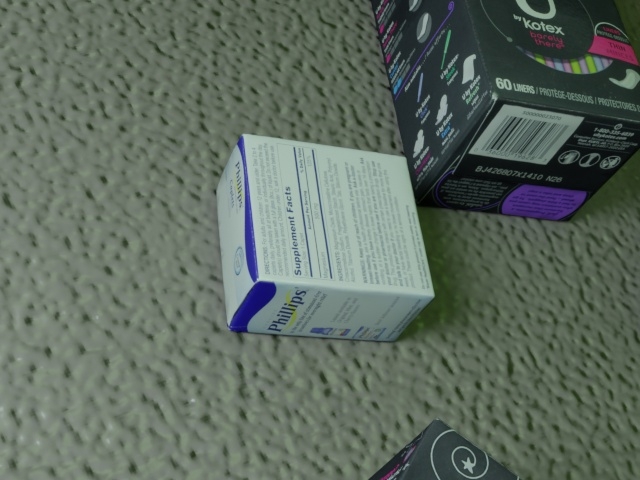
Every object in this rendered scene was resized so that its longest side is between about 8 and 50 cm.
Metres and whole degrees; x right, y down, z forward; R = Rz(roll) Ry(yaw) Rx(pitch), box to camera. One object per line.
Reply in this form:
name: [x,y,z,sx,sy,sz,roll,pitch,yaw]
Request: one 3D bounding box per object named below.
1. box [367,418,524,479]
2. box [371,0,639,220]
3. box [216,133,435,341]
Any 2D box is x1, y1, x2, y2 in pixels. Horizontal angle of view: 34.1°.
box: [0.105,0.244,0.580,0.247,0.163,0.142,35,51,1]
box: [0.158,-0.171,0.915,0.165,0.143,0.270,6,54,-22]
box: [0.000,0.000,0.765,0.137,0.072,0.126,7,55,-22]
